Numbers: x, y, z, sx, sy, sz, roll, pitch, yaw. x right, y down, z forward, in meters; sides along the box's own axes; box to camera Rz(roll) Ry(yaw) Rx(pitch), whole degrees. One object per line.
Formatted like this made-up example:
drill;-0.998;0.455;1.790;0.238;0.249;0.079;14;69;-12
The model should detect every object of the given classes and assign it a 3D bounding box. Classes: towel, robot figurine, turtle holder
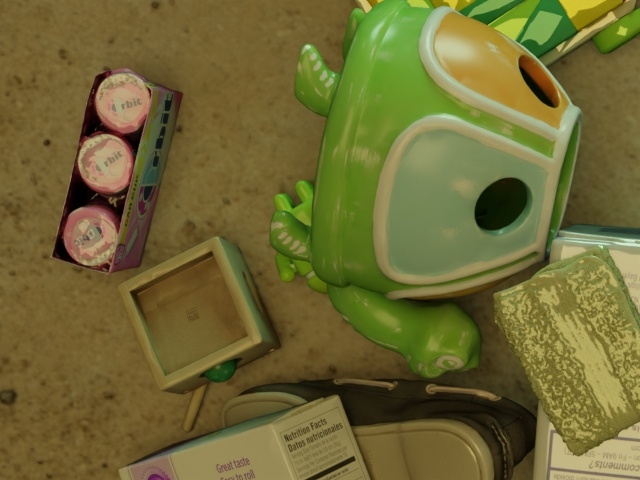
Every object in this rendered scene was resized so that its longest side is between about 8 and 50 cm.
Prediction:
towel;0.210;0.088;1.502;0.110;0.027;0.148;-28;86;13
robot figurine;0.000;0.000;1.780;0.101;0.067;0.115;-32;87;5
turtle holder;0.092;-0.039;1.626;0.227;0.243;0.320;13;91;12

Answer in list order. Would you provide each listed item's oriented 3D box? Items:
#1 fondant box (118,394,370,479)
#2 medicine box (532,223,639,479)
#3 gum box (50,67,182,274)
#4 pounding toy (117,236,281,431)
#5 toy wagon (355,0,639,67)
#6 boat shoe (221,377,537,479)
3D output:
fondant box;-0.031;0.328;1.728;0.238;0.096;0.330;-22;88;46
medicine box;0.270;0.137;1.641;0.149;0.263;0.289;5;93;10
gum box;-0.191;-0.069;1.789;0.062;0.107;0.188;15;95;9
pounding toy;-0.114;0.092;1.800;0.130;0.100;0.141;-26;77;9
toy wagon;0.195;-0.285;1.733;0.344;0.068;0.267;-32;87;10
boat shoe;0.053;0.181;1.732;0.335;0.095;0.112;1;108;44
